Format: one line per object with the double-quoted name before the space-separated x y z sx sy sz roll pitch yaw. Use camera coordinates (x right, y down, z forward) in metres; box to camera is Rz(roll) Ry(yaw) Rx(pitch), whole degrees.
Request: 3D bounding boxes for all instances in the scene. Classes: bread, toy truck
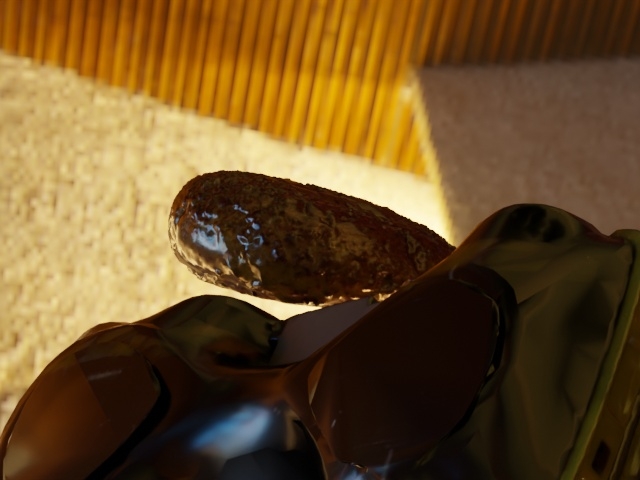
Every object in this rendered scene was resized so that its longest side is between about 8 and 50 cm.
"bread" 0.000 0.000 1.125 0.193 0.064 0.193 11 -174 -1
"toy truck" 0.020 0.140 0.915 0.254 0.405 0.180 43 -129 -27
